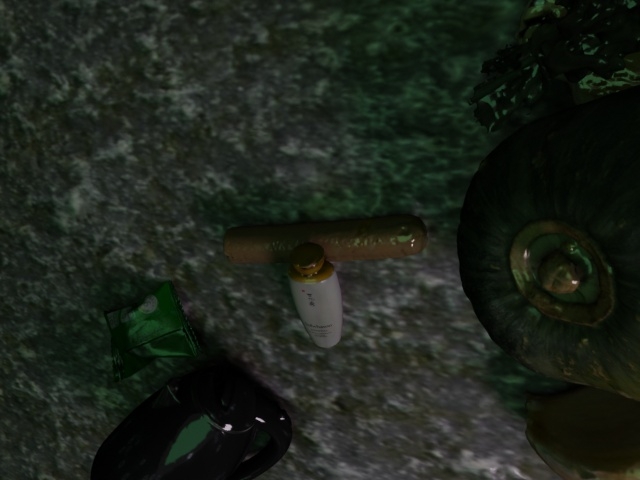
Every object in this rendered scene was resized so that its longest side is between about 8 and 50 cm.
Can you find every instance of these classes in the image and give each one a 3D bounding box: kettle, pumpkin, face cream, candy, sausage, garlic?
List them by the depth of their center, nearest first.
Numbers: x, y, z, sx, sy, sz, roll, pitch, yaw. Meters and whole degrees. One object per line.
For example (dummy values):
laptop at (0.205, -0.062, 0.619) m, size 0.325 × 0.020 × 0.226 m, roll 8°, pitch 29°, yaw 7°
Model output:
pumpkin at (0.298, 0.010, 0.376) m, size 0.327 × 0.257 × 0.292 m, roll 14°, pitch 122°, yaw 59°
garlic at (0.378, 0.219, 0.522) m, size 0.245 × 0.145 × 0.164 m, roll -44°, pitch 57°, yaw 23°
face cream at (-0.004, 0.084, 0.616) m, size 0.072 × 0.051 × 0.182 m, roll 1°, pitch 131°, yaw 13°
sausage at (0.000, 0.000, 0.616) m, size 0.301 × 0.066 × 0.066 m, roll -1°, pitch 106°, yaw 21°
kettle at (-0.197, 0.347, 0.744) m, size 0.268 × 0.207 × 0.290 m, roll 35°, pitch 109°, yaw -25°
candy at (-0.320, 0.172, 0.781) m, size 0.203 × 0.078 × 0.141 m, roll -24°, pitch 97°, yaw 19°

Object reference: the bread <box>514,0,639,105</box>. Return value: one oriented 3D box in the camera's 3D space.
bread at (0.346, -0.271, 0.410) m, size 0.315 × 0.054 × 0.316 m, roll 6°, pitch 109°, yaw 19°

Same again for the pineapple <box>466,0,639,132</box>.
pineapple at (0.270, -0.205, 0.312) m, size 0.175 × 0.175 × 0.361 m, roll 53°, pitch 150°, yaw -1°
